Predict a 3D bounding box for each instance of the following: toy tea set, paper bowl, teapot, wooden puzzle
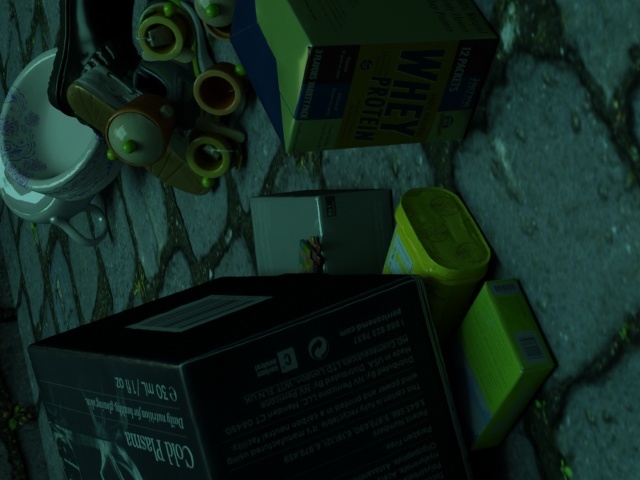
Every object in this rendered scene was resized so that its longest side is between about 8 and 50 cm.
[{"bbox_3d":[-0.199,-0.224,1.996,0.124,0.200,0.336,-67,-9,-57],"label":"toy tea set"},{"bbox_3d":[-0.461,-0.215,2.619,0.284,0.148,0.284,-10,72,33],"label":"paper bowl"},{"bbox_3d":[-0.539,-0.149,2.890,0.252,0.187,0.256,28,107,33],"label":"teapot"},{"bbox_3d":[-0.013,0.030,1.614,0.049,0.006,0.083,-134,41,-52],"label":"wooden puzzle"}]

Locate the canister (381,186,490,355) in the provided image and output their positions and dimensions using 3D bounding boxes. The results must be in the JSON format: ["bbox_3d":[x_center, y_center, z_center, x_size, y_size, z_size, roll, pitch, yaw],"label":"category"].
[{"bbox_3d":[0.114,0.046,1.482,0.170,0.073,0.126,104,151,-43],"label":"canister"}]

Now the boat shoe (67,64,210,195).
[{"bbox_3d":[-0.271,-0.186,2.225,0.277,0.096,0.098,39,145,-5],"label":"boat shoe"}]

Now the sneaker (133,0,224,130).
[{"bbox_3d":[-0.243,-0.284,2.198,0.111,0.121,0.300,105,150,-41],"label":"sneaker"}]

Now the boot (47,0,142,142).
[{"bbox_3d":[-0.336,-0.330,2.361,0.260,0.131,0.348,32,117,45],"label":"boot"}]

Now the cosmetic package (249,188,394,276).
[{"bbox_3d":[0.000,0.000,1.712,0.238,0.107,0.127,7,103,64],"label":"cosmetic package"}]

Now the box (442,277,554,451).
[{"bbox_3d":[0.170,0.133,1.404,0.178,0.042,0.109,112,145,-50],"label":"box"}]

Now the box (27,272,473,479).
[{"bbox_3d":[-0.067,0.301,1.545,0.480,0.297,0.471,-4,104,61],"label":"box"}]

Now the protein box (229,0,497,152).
[{"bbox_3d":[0.038,-0.209,1.428,0.136,0.201,0.200,105,150,-42],"label":"protein box"}]
